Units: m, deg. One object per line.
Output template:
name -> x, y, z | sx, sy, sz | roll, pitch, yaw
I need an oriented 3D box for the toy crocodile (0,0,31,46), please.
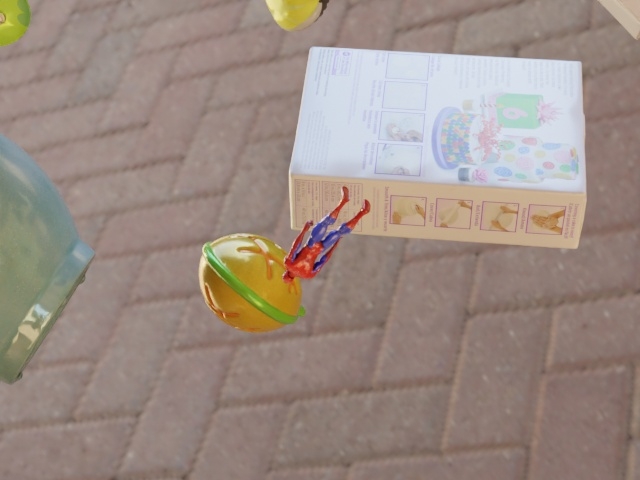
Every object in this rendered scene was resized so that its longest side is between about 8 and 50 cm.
toy crocodile -> -0.408, -0.233, 1.460 | 0.340, 0.105, 0.115 | -27, 38, -5

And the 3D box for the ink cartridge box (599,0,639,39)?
ink cartridge box -> 0.455, -0.435, 1.913 | 0.270, 0.197, 0.198 | -43, -5, 9

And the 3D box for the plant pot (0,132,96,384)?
plant pot -> -0.370, 0.035, 1.570 | 0.293, 0.196, 0.293 | -57, 6, 10

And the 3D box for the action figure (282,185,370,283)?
action figure -> 0.000, 0.000, 1.299 | 0.115, 0.038, 0.030 | -49, 25, 28

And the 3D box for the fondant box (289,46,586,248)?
fondant box -> 0.139, -0.113, 1.682 | 0.330, 0.096, 0.238 | 3, 45, 5

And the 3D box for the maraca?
maraca -> -0.070, 0.046, 1.558 | 0.127, 0.185, 0.099 | 45, 97, 10

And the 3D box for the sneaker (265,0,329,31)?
sneaker -> -0.076, -0.446, 2.025 | 0.147, 0.385, 0.145 | -38, 54, -25
